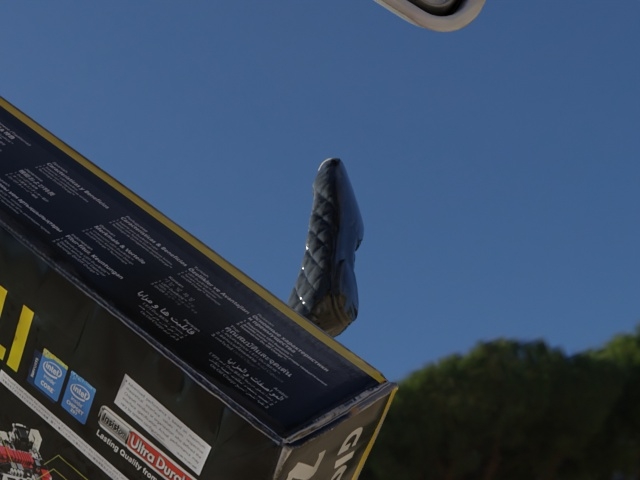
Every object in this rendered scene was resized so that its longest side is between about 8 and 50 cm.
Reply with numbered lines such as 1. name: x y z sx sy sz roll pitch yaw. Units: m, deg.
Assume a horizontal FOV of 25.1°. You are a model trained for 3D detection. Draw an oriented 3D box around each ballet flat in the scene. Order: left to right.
1. ballet flat: 0.000 0.000 0.958 0.049 0.173 0.057 -16 -56 16

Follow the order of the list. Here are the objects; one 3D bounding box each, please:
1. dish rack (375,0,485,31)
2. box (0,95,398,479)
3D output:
1. dish rack: 0.054 -0.388 1.483 0.333 0.285 0.072 30 -18 -10
2. box: -0.149 0.079 0.618 0.079 0.322 0.257 -21 -41 -53
